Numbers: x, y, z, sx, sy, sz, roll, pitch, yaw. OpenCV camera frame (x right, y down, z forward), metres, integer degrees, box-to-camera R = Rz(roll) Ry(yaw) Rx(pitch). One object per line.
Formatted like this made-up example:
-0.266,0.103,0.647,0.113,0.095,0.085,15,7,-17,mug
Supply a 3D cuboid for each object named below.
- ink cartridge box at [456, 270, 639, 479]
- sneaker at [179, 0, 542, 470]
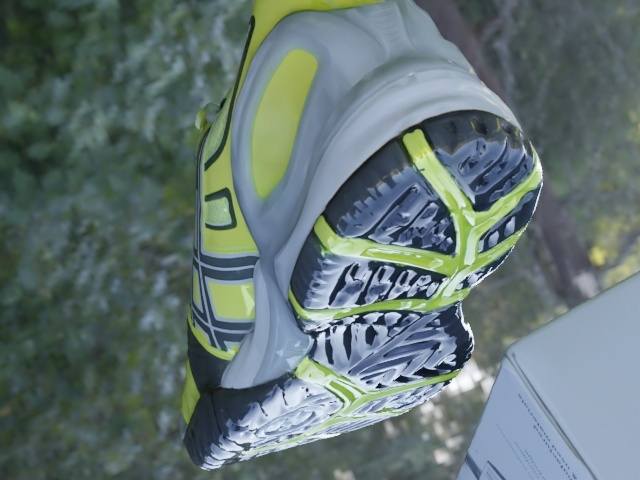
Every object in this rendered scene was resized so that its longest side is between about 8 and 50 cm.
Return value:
0.209,0.111,0.964,0.223,0.129,0.307,-29,161,-13,ink cartridge box
0.000,0.000,0.844,0.145,0.147,0.385,-14,156,-24,sneaker
